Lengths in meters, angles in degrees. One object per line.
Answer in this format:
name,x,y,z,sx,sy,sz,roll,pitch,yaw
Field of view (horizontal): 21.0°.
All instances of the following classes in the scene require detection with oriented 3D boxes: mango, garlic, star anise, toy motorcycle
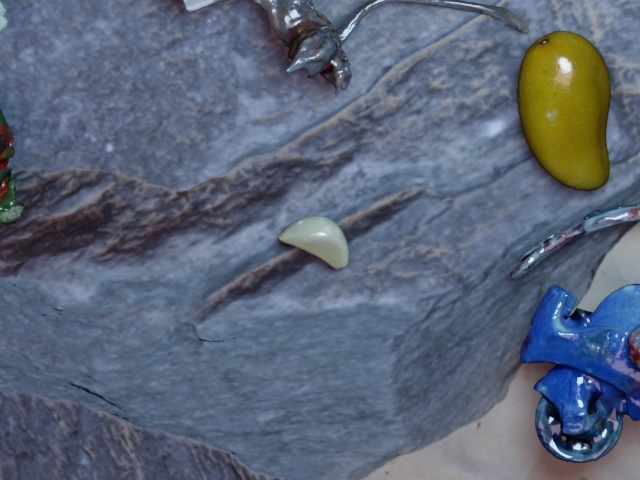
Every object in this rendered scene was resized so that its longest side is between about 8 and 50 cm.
mango,0.267,-0.139,1.872,0.102,0.085,0.184,-10,118,7
garlic,0.000,0.000,1.977,0.083,0.041,0.053,32,115,-12
star anise,0.072,-0.238,1.844,0.227,0.148,0.218,-38,106,8
toy motorcycle,0.356,0.086,1.915,0.319,0.241,0.182,-27,144,10

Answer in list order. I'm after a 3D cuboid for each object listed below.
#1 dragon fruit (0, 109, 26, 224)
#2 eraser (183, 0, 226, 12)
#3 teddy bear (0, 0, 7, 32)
dragon fruit,-0.427,-0.096,1.935,0.182,0.188,0.182,-14,128,-19
eraser,-0.037,-0.370,1.825,0.290,0.087,0.171,-19,101,14
teddy bear,-0.437,-0.459,1.834,0.327,0.375,0.362,7,66,21
